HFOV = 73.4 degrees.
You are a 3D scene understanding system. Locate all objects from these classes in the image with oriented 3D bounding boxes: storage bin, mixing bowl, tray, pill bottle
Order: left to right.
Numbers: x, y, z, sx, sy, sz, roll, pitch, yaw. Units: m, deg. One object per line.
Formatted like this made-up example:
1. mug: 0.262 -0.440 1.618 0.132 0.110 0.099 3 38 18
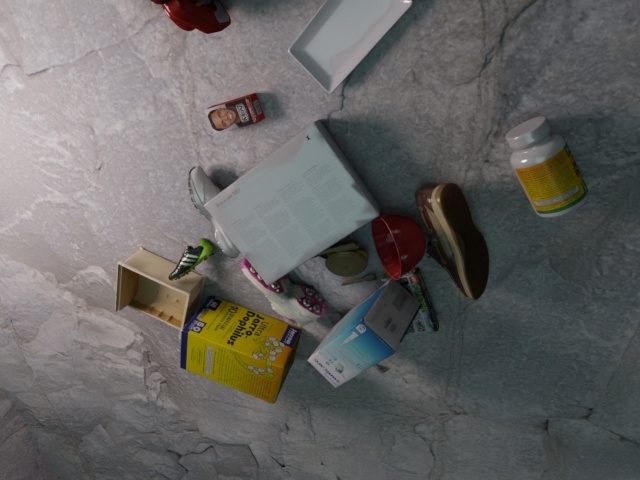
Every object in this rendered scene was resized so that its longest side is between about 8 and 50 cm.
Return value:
1. storage bin: -0.568 0.195 1.517 0.263 0.123 0.260 24 124 3
2. tray: 0.062 -0.479 0.966 0.145 0.030 0.270 44 123 -9
3. mixing bowl: 0.215 0.005 1.139 0.098 0.181 0.181 -18 117 -8
4. pill bottle: 0.500 -0.164 0.960 0.118 0.117 0.208 -26 108 29

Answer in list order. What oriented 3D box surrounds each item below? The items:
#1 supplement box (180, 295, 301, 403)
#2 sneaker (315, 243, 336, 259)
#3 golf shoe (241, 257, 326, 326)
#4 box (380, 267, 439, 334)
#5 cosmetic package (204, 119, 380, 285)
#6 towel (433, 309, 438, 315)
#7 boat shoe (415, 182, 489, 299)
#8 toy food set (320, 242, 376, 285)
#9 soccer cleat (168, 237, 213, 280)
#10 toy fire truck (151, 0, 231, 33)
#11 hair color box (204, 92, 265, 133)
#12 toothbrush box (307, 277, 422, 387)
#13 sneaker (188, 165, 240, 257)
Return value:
1. supplement box: -0.274 0.370 1.483 0.357 0.194 0.195 18 124 6
2. sneaker: 0.001 -0.002 1.258 0.089 0.051 0.170 25 128 -3
3. golf shoe: -0.136 0.172 1.373 0.306 0.115 0.140 36 127 -4
4. box: 0.268 0.186 1.282 0.114 0.036 0.206 -13 111 26
5. cosmetic package: -0.075 -0.093 1.150 0.378 0.097 0.284 -32 104 18
6. towel: 0.310 0.221 1.315 0.083 0.009 0.060 -31 107 30
7. boat shoe: 0.340 0.006 1.130 0.123 0.123 0.341 3 130 52
8. toy food set: 0.080 0.062 1.264 0.133 0.038 0.192 -13 139 20
9. soccer cleat: -0.432 0.063 1.409 0.179 0.060 0.072 -38 92 1
10. toy fire truck: -0.323 -0.577 0.897 0.170 0.253 0.302 -23 110 28
11. hair color box: -0.226 -0.335 1.137 0.141 0.043 0.071 -9 117 23
12. toothbrush box: 0.125 0.269 1.245 0.126 0.216 0.295 45 132 2
13. sneaker: -0.285 -0.095 1.281 0.130 0.111 0.297 -26 111 8
